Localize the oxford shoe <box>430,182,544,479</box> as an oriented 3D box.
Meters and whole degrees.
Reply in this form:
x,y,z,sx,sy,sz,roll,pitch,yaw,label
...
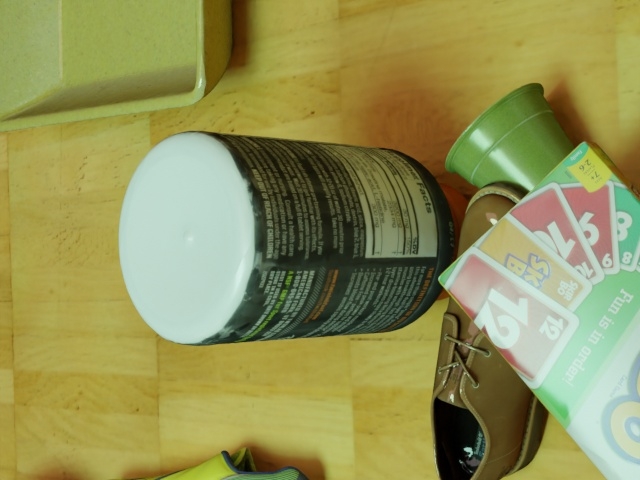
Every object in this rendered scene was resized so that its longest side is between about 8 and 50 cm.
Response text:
x,y,z,sx,sy,sz,roll,pitch,yaw,label
0.107,0.069,0.821,0.076,0.076,0.212,15,114,38,oxford shoe

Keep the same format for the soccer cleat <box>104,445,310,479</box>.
x,y,z,sx,sy,sz,roll,pitch,yaw,label
-0.104,0.228,1.079,0.289,0.093,0.121,-6,45,55,soccer cleat

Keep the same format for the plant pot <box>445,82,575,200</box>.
x,y,z,sx,sy,sz,roll,pitch,yaw,label
0.138,-0.046,0.829,0.079,0.083,0.083,50,124,18,plant pot

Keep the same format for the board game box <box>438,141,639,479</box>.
x,y,z,sx,sy,sz,roll,pitch,yaw,label
0.196,0.079,0.733,0.124,0.039,0.259,-45,77,20,board game box

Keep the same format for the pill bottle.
x,y,z,sx,sy,sz,roll,pitch,yaw,label
0.000,0.000,0.841,0.130,0.245,0.131,-1,88,44,pill bottle

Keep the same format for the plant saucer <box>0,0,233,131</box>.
x,y,z,sx,sy,sz,roll,pitch,yaw,label
-0.184,-0.272,1.148,0.332,0.081,0.333,-1,90,45,plant saucer
